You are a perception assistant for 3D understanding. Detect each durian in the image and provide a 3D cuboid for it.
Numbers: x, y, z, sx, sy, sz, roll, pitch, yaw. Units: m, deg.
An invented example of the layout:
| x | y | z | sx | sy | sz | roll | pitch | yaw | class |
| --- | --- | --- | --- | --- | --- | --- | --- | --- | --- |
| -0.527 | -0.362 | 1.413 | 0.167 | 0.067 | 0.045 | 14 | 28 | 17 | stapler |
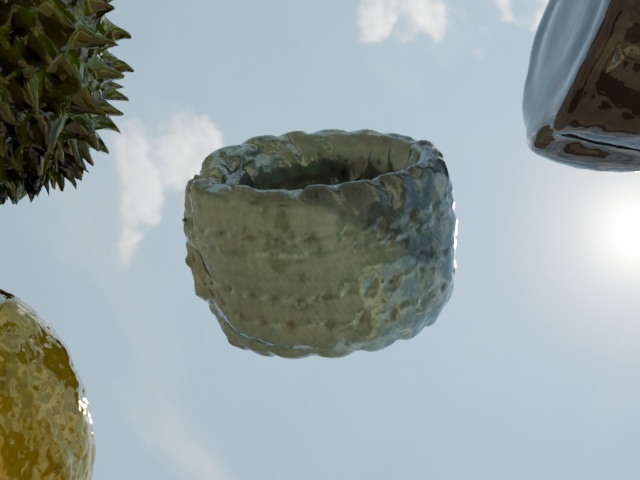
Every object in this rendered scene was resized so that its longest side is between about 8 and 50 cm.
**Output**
| x | y | z | sx | sy | sz | roll | pitch | yaw | class |
| --- | --- | --- | --- | --- | --- | --- | --- | --- | --- |
| -0.248 | -0.163 | 0.624 | 0.169 | 0.158 | 0.352 | -2 | -41 | 50 | durian |

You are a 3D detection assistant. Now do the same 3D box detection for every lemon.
| x | y | z | sx | sy | sz | roll | pitch | yaw | class |
| --- | --- | --- | --- | --- | --- | --- | --- | --- | --- |
| -0.233 | 0.121 | 0.678 | 0.193 | 0.180 | 0.180 | 43 | -42 | -19 | lemon |

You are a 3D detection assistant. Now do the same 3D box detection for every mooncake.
| x | y | z | sx | sy | sz | roll | pitch | yaw | class |
| --- | --- | --- | --- | --- | --- | --- | --- | --- | --- |
| 0.333 | -0.219 | 1.141 | 0.306 | 0.154 | 0.306 | -164 | -90 | -85 | mooncake |

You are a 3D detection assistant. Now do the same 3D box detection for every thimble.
| x | y | z | sx | sy | sz | roll | pitch | yaw | class |
| --- | --- | --- | --- | --- | --- | --- | --- | --- | --- |
| 0.000 | 0.000 | 0.977 | 0.205 | 0.250 | 0.172 | -101 | -173 | -67 | thimble |
